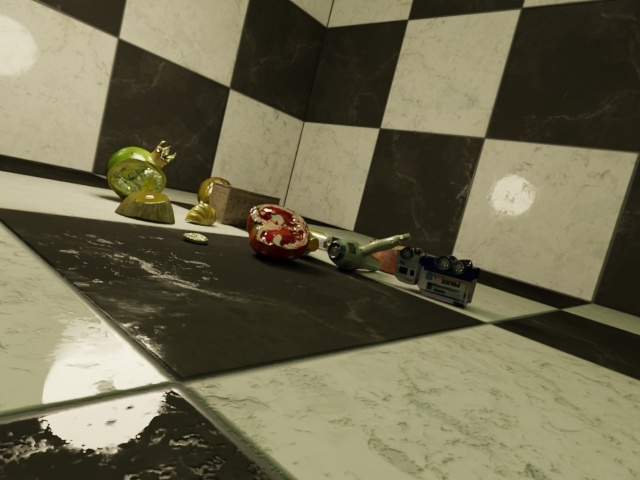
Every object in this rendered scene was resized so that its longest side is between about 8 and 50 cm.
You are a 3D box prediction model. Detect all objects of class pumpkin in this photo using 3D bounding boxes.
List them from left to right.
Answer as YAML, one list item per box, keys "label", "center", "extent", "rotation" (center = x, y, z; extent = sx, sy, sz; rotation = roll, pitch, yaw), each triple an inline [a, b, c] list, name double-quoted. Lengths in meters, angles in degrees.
- label: "pumpkin"
  center: [-0.652, -0.132, 1.595]
  extent: [0.218, 0.110, 0.217]
  rotation: [18, 10, -3]

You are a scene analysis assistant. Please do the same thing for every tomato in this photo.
- label: "tomato"
  center: [-0.147, -0.007, 1.411]
  extent: [0.201, 0.139, 0.233]
  rotation: [5, 43, -21]

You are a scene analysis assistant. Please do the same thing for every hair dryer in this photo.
- label: "hair dryer"
  center: [0.199, 0.055, 1.563]
  extent: [0.299, 0.118, 0.296]
  rotation: [-9, -19, 14]

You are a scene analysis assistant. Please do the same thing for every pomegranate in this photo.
- label: "pomegranate"
  center: [-0.823, -0.323, 1.944]
  extent: [0.260, 0.341, 0.260]
  rotation: [52, -3, 4]

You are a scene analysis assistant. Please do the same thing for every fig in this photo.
- label: "fig"
  center: [-0.655, -0.245, 2.440]
  extent: [0.217, 0.216, 0.321]
  rotation: [16, 28, 21]

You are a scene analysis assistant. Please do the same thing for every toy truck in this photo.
- label: "toy truck"
  center: [0.385, 0.118, 1.427]
  extent: [0.268, 0.155, 0.124]
  rotation: [14, 5, 30]

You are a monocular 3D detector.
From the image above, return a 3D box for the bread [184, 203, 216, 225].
- label: "bread"
  center: [-0.505, -0.113, 1.819]
  extent: [0.083, 0.094, 0.157]
  rotation: [12, -4, 21]

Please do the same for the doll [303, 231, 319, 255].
- label: "doll"
  center: [-0.130, -0.030, 1.669]
  extent: [0.177, 0.140, 0.314]
  rotation: [4, 14, -40]

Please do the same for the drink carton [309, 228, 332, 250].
- label: "drink carton"
  center: [0.000, 0.000, 1.988]
  extent: [0.200, 0.084, 0.075]
  rotation: [18, 17, 24]

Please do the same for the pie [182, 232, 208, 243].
- label: "pie"
  center: [-0.402, -0.006, 1.349]
  extent: [0.084, 0.021, 0.084]
  rotation: [16, 9, -3]

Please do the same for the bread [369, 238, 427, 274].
- label: "bread"
  center: [0.332, 0.080, 1.808]
  extent: [0.245, 0.122, 0.190]
  rotation: [13, 7, -6]

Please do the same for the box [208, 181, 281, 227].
- label: "box"
  center: [-0.397, -0.169, 2.151]
  extent: [0.297, 0.190, 0.225]
  rotation: [12, 6, -37]
